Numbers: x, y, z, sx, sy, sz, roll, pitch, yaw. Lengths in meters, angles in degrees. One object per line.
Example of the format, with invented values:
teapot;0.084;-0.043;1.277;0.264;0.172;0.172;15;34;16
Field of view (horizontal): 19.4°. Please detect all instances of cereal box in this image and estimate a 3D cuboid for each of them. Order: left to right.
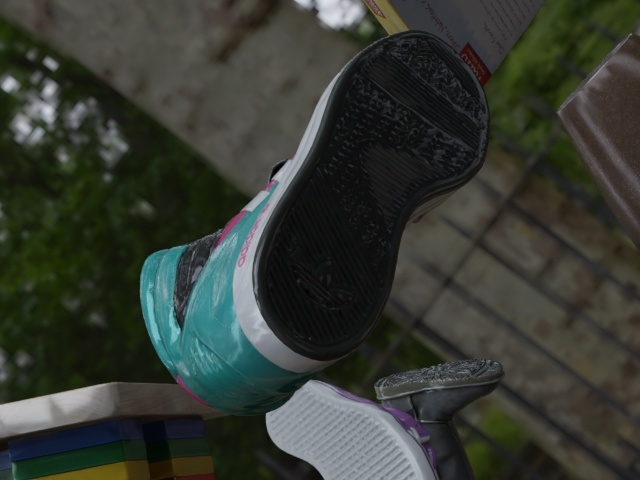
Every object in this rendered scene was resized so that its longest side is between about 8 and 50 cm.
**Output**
cereal box;0.139;-0.252;1.536;0.240;0.047;0.173;-53;-42;-10

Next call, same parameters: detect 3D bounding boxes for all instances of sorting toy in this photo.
sorting toy;-0.220;0.177;1.435;0.255;0.089;0.257;-12;-8;14

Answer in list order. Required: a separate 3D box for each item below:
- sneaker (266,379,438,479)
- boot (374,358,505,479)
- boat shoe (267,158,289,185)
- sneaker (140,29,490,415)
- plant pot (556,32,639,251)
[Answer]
sneaker;0.077;0.217;1.871;0.282;0.161;0.102;38;106;57
boot;0.171;0.260;2.357;0.189;0.209;0.076;-12;10;32
boat shoe;0.000;0.000;1.908;0.084;0.233;0.079;-26;-51;-3
sneaker;-0.011;0.001;1.139;0.178;0.124;0.295;-35;14;43
plant pot;0.349;-0.085;1.821;0.215;0.230;0.215;-47;0;0
